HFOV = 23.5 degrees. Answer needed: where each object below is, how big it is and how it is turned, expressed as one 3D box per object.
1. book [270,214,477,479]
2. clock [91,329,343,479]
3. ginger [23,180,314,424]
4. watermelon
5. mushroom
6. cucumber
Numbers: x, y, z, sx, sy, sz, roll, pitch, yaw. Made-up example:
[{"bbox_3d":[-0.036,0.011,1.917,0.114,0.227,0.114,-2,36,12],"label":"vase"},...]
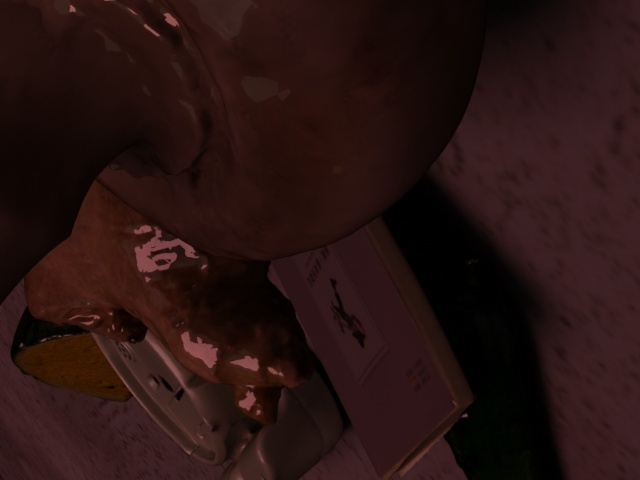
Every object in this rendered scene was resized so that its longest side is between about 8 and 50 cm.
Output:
[{"bbox_3d":[0.000,0.000,0.596,0.181,0.014,0.127,62,162,14],"label":"book"},{"bbox_3d":[-0.073,0.059,0.852,0.191,0.062,0.151,50,160,7],"label":"clock"},{"bbox_3d":[-0.081,-0.004,0.717,0.213,0.074,0.137,23,125,49],"label":"ginger"},{"bbox_3d":[-0.177,0.076,1.091,0.092,0.075,0.181,45,159,6],"label":"watermelon"},{"bbox_3d":[-0.066,-0.075,0.420,0.206,0.209,0.206,-24,-90,-87],"label":"mushroom"},{"bbox_3d":[0.064,0.066,0.597,0.039,0.039,0.168,34,156,41],"label":"cucumber"}]
